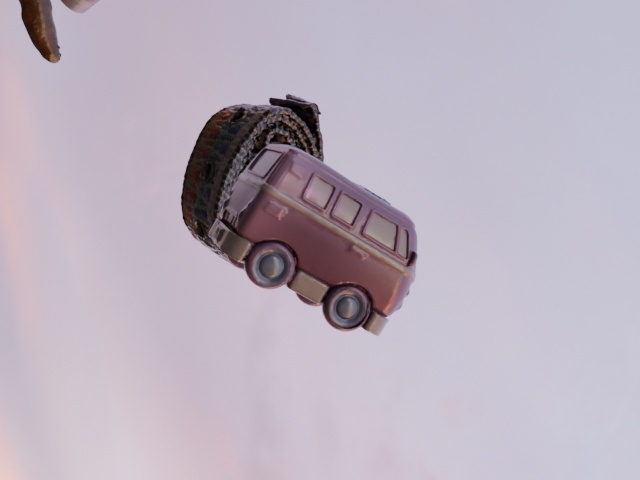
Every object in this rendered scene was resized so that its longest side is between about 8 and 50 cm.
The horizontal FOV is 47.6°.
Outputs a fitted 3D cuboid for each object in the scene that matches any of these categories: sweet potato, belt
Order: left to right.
[{"bbox_3d":[-0.369,-0.353,0.895,0.074,0.074,0.270,-21,-90,51],"label":"sweet potato"},{"bbox_3d":[-0.120,-0.105,1.232,0.160,0.206,0.295,27,-69,51],"label":"belt"}]

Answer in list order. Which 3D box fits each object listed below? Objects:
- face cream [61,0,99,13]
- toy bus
[{"bbox_3d":[-0.421,-0.518,1.394,0.198,0.084,0.057,-30,-130,30],"label":"face cream"},{"bbox_3d":[0.000,0.000,0.768,0.142,0.202,0.142,-60,-160,-2],"label":"toy bus"}]
